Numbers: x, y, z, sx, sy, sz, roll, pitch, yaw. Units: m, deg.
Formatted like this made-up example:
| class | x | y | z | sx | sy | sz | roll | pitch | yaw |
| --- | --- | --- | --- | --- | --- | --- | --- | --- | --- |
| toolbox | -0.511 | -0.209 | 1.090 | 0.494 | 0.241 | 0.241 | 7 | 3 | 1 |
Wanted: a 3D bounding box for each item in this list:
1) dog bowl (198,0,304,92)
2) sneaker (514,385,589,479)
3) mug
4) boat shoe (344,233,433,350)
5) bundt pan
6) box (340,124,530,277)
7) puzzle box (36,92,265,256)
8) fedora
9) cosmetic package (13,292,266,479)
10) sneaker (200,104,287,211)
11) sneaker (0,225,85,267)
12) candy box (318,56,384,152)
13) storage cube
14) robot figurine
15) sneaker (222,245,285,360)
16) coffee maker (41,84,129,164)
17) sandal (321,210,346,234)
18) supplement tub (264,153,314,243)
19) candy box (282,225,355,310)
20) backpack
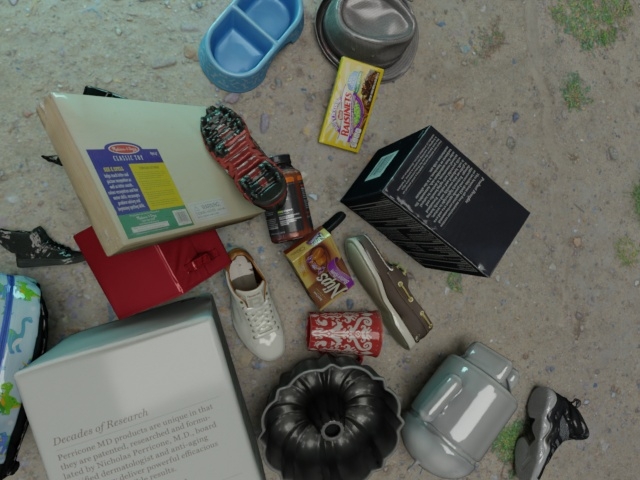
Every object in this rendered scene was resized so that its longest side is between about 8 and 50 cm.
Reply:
| class | x | y | z | sx | sy | sz | roll | pitch | yaw |
| --- | --- | --- | --- | --- | --- | --- | --- | --- | --- |
| dog bowl | -0.153 | -0.483 | 1.101 | 0.166 | 0.074 | 0.297 | 39 | 82 | -11 |
| sneaker | 0.631 | 0.542 | 1.291 | 0.153 | 0.101 | 0.268 | 17 | 85 | -10 |
| mug | 0.052 | 0.239 | 1.148 | 0.170 | 0.113 | 0.150 | 4 | 89 | -10 |
| boat shoe | 0.170 | 0.114 | 1.172 | 0.097 | 0.117 | 0.324 | -34 | 102 | -15 |
| bundt pan | 0.017 | 0.409 | 1.115 | 0.332 | 0.124 | 0.330 | -2 | 104 | -9 |
| box | 0.245 | -0.078 | 1.090 | 0.294 | 0.296 | 0.182 | 38 | 82 | -12 |
| puzzle box | -0.290 | -0.139 | 0.920 | 0.052 | 0.409 | 0.271 | -27 | 87 | 28 |
| fedora | 0.129 | -0.512 | 1.135 | 0.276 | 0.124 | 0.243 | 20 | 92 | -13 |
| cosmetic package | -0.318 | 0.350 | 0.950 | 0.328 | 0.329 | 0.392 | -16 | 94 | -12 |
| sneaker | -0.158 | -0.164 | 1.006 | 0.098 | 0.135 | 0.276 | -36 | 71 | -4 |
| sneaker | -0.592 | 0.010 | 1.020 | 0.171 | 0.051 | 0.088 | -5 | 97 | -10 |
| candy box | 0.072 | -0.323 | 1.151 | 0.105 | 0.027 | 0.205 | 13 | 106 | -11 |
| storage cube | -0.334 | 0.018 | 0.979 | 0.215 | 0.184 | 0.193 | -23 | 98 | 26 |
| robot figurine | 0.335 | 0.425 | 1.171 | 0.353 | 0.200 | 0.300 | -50 | 130 | -8 |
| sneaker | -0.156 | 0.154 | 1.091 | 0.106 | 0.123 | 0.289 | -24 | 98 | -14 |
| coffee maker | -0.477 | -0.227 | 1.007 | 0.172 | 0.120 | 0.178 | 19 | 86 | -12 |
| sandal | 0.000 | 0.000 | 1.154 | 0.179 | 0.067 | 0.040 | -41 | 111 | -12 |
| supplement tub | -0.084 | -0.097 | 1.109 | 0.106 | 0.106 | 0.197 | -13 | 94 | -13 |
| candy box | 0.000 | 0.068 | 1.114 | 0.109 | 0.053 | 0.186 | -35 | 131 | -11 |
| backpack | -0.642 | 0.233 | 0.900 | 0.274 | 0.290 | 0.355 | 30 | 78 | -30 |
